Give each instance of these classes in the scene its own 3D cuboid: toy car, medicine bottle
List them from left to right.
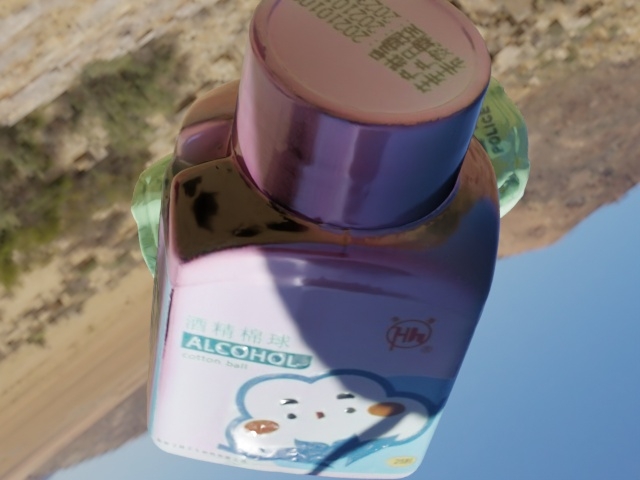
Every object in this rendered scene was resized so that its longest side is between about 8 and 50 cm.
[{"bbox_3d":[0.000,0.000,0.469,0.188,0.119,0.094,104,-9,-46],"label":"medicine bottle"},{"bbox_3d":[0.002,-0.025,0.573,0.186,0.093,0.058,-19,174,10],"label":"toy car"}]
